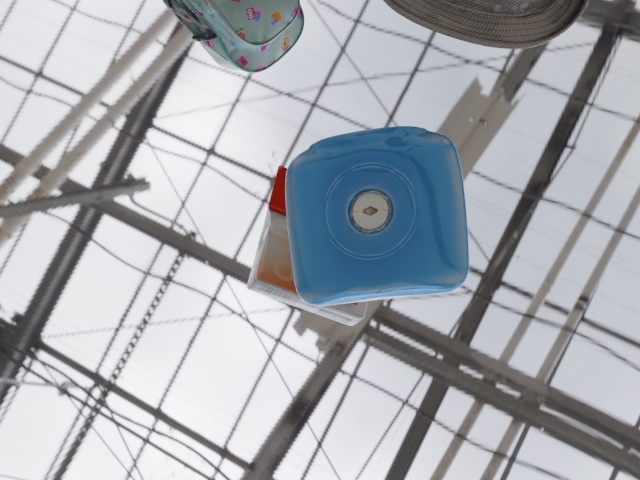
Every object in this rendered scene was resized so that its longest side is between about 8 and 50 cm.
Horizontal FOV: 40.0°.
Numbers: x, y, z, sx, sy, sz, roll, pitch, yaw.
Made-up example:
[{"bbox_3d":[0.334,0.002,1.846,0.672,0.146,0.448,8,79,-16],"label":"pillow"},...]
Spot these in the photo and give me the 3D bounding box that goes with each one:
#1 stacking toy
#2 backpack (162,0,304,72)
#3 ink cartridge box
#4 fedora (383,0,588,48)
[{"bbox_3d":[0.086,-0.006,0.965,0.175,0.302,0.165,-7,-101,14],"label":"stacking toy"},{"bbox_3d":[-0.111,-0.340,1.278,0.166,0.188,0.144,-47,-142,-18],"label":"backpack"},{"bbox_3d":[0.000,0.000,1.089,0.145,0.045,0.179,21,-115,-16],"label":"ink cartridge box"},{"bbox_3d":[0.176,-0.329,0.897,0.244,0.124,0.275,23,-133,8],"label":"fedora"}]
